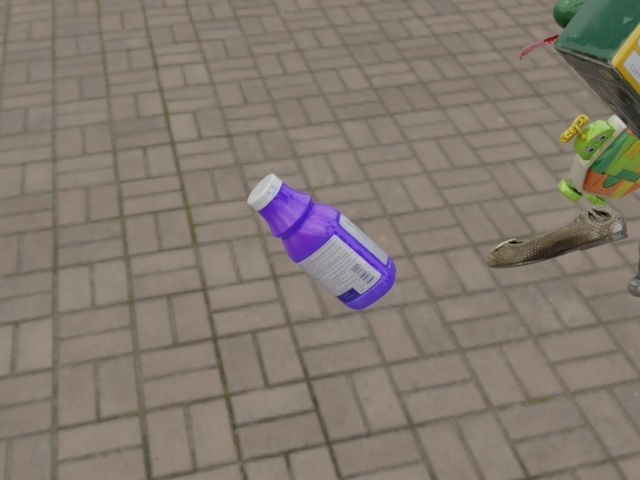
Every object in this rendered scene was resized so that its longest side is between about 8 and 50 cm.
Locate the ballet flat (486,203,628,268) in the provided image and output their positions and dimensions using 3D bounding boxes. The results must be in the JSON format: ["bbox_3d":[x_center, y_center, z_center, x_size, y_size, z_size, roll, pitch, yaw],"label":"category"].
[{"bbox_3d":[0.336,-0.003,1.222,0.084,0.058,0.250,-14,-5,-33],"label":"ballet flat"}]

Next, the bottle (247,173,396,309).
[{"bbox_3d":[0.000,0.000,1.433,0.283,0.118,0.092,40,33,-19],"label":"bottle"}]

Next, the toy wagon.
[{"bbox_3d":[0.608,-0.184,1.718,0.344,0.267,0.068,5,42,-46],"label":"toy wagon"}]

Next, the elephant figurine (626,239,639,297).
[{"bbox_3d":[0.617,0.016,1.406,0.169,0.239,0.186,-32,55,-12],"label":"elephant figurine"}]

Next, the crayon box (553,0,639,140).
[{"bbox_3d":[0.377,-0.235,0.731,0.323,0.203,0.083,-53,35,6],"label":"crayon box"}]

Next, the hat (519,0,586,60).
[{"bbox_3d":[0.472,-0.443,1.673,0.183,0.173,0.208,-12,-3,14],"label":"hat"}]
